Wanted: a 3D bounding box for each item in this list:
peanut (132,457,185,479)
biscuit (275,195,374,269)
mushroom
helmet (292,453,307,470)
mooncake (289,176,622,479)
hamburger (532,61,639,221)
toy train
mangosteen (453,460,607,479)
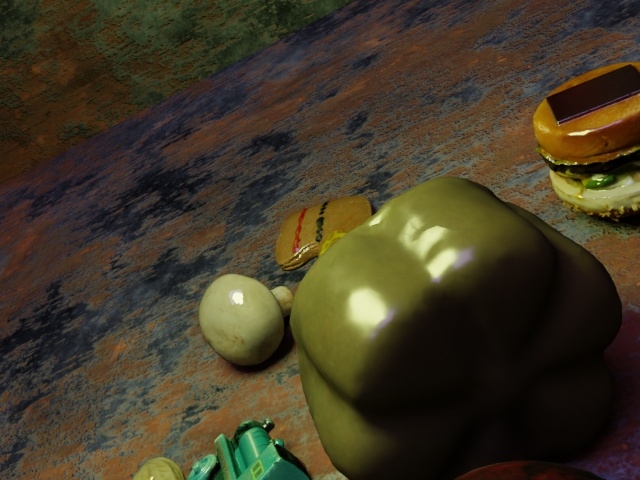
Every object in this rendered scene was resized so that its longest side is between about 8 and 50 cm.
[{"bbox_3d":[-0.274,0.482,1.295,0.111,0.125,0.274,-46,35,-15],"label":"peanut"},{"bbox_3d":[-0.001,-0.001,1.712,0.277,0.052,0.262,-11,40,31],"label":"biscuit"},{"bbox_3d":[-0.158,0.153,1.534,0.206,0.206,0.209,4,51,43],"label":"mushroom"},{"bbox_3d":[-0.050,0.412,1.258,0.065,0.049,0.084,-61,20,-5],"label":"helmet"},{"bbox_3d":[0.197,0.154,1.020,0.467,0.467,0.262,-37,30,-3],"label":"mooncake"},{"bbox_3d":[0.540,-0.178,1.314,0.291,0.225,0.291,-23,29,13],"label":"hamburger"},{"bbox_3d":[-0.122,0.405,1.204,0.194,0.120,0.298,-47,15,-6],"label":"toy train"},{"bbox_3d":[0.234,0.443,0.730,0.381,0.421,0.381,-42,-2,-2],"label":"mangosteen"}]
